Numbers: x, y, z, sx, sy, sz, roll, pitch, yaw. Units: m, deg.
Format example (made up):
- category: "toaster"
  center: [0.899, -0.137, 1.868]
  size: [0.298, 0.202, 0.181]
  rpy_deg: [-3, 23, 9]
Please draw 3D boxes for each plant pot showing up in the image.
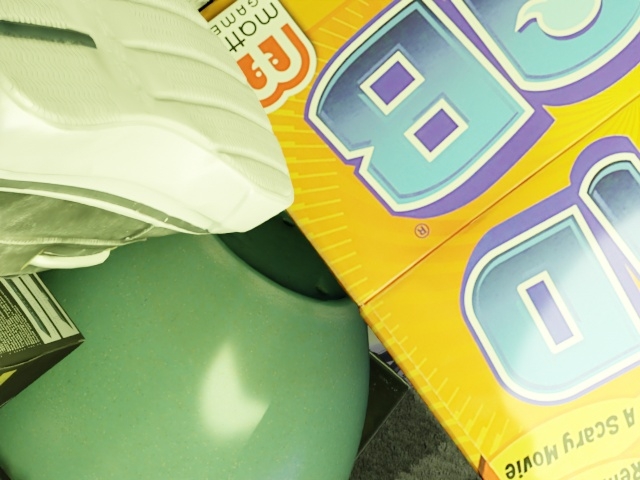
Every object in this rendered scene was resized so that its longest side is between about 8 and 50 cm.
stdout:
- category: "plant pot"
  center: [-0.077, 0.076, 1.259]
  size: [0.195, 0.290, 0.290]
  rpy_deg: [-55, 169, 23]

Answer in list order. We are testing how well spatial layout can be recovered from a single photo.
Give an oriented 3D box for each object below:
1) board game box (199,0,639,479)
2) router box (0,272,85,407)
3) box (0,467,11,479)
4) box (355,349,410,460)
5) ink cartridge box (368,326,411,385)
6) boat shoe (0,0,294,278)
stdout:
- category: "board game box"
  center: [0.174, -0.066, 1.090]
  size: [0.356, 0.356, 0.356]
  rpy_deg: [-37, 176, 3]
- category: "router box"
  center: [-0.315, 0.133, 1.073]
  size: [0.309, 0.081, 0.243]
  rpy_deg: [-38, 176, 10]
- category: "box"
  center: [-0.294, 0.218, 1.942]
  size: [0.207, 0.108, 0.153]
  rpy_deg: [-36, 176, -29]
- category: "box"
  center: [-0.085, 0.228, 1.927]
  size: [0.296, 0.183, 0.294]
  rpy_deg: [-51, -175, -15]
- category: "ink cartridge box"
  center: [0.044, 0.110, 2.424]
  size: [0.395, 0.166, 0.285]
  rpy_deg: [-11, 160, -36]
- category: "boat shoe"
  center: [-0.116, -0.046, 0.727]
  size: [0.119, 0.121, 0.335]
  rpy_deg: [-31, 167, 16]
